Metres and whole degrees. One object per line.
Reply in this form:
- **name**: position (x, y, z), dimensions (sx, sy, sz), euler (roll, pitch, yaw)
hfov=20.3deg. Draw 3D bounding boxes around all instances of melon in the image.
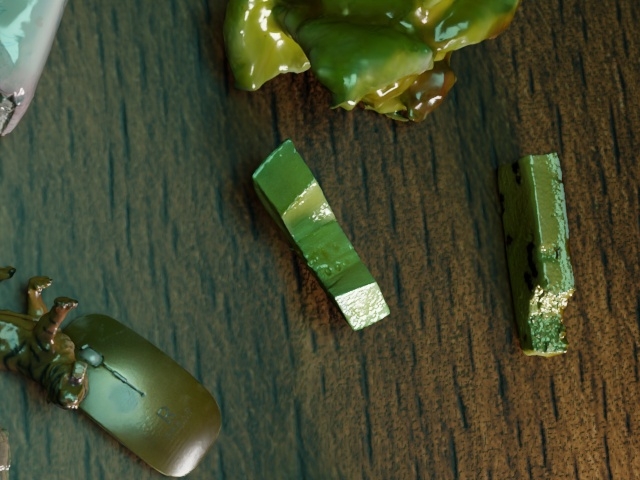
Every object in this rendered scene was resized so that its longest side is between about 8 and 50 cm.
- **melon**: position (0.000, 0.000, 1.903), dimensions (0.064, 0.118, 0.209), euler (-32, 83, -7)

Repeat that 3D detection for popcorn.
- **popcorn**: position (0.036, -0.269, 1.875), dimensions (0.321, 0.325, 0.290), euler (-9, 81, -65)

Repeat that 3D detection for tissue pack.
- **tissue pack**: position (-0.309, -0.257, 1.771), dimensions (0.124, 0.201, 0.271), euler (21, 77, -10)

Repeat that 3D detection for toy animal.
- **toy animal**: position (-0.350, 0.088, 1.783), dimensions (0.255, 0.114, 0.116), euler (10, 100, -2)

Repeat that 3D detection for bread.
- **bread**: position (0.246, 0.018, 2.005), dimensions (0.049, 0.088, 0.226), euler (-4, 84, -22)

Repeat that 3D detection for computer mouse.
- **computer mouse**: position (-0.191, 0.160, 1.849), dimensions (0.199, 0.045, 0.102), euler (42, 69, -12)

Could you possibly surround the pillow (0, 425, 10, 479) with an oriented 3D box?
- **pillow**: position (-0.370, 0.284, 1.775), dimensions (0.135, 0.034, 0.211), euler (0, 82, -17)
